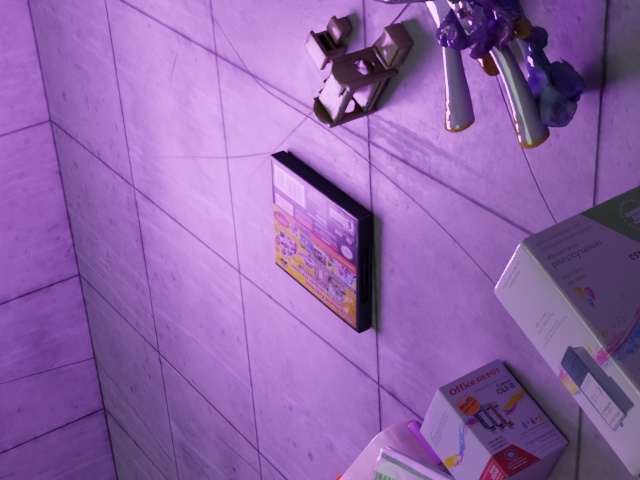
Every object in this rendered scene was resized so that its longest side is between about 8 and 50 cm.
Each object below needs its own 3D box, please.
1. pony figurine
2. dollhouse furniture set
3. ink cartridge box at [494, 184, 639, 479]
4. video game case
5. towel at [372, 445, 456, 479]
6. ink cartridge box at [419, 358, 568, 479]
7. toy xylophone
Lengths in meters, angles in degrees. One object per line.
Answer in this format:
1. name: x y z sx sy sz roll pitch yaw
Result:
1. pony figurine: 0.188 -0.296 1.469 0.363 0.302 0.351 62 165 -22
2. dollhouse furniture set: 0.032 -0.295 1.877 0.161 0.101 0.182 58 151 18
3. ink cartridge box: 0.393 0.127 1.419 0.353 0.207 0.119 55 151 22
4. video game case: 0.000 0.000 2.219 0.275 0.035 0.248 38 140 43
5. towel: 0.153 0.535 2.031 0.247 0.038 0.325 18 96 42
6. ink cartridge box: 0.260 0.298 1.864 0.176 0.128 0.127 51 148 29
7. toy xylophone: 0.106 0.485 2.161 0.323 0.081 0.236 -46 58 27
